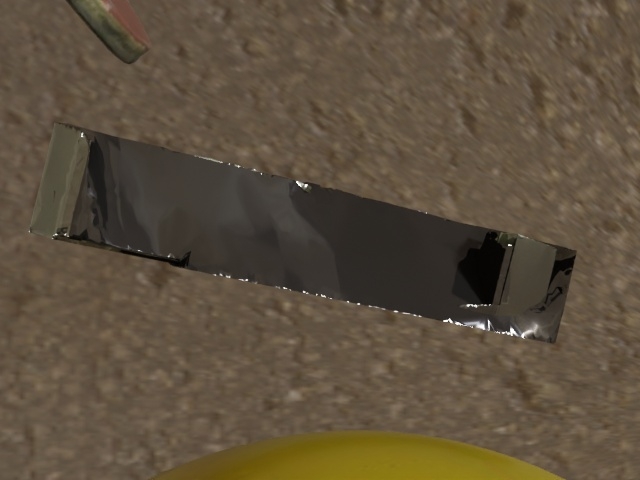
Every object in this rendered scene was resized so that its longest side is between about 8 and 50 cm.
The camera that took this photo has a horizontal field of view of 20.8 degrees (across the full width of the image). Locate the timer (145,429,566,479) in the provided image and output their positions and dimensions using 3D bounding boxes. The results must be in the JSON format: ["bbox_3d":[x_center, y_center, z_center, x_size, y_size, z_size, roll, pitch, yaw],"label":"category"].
[{"bbox_3d":[-0.017,0.256,0.588,0.387,0.376,0.376,-36,72,-27],"label":"timer"}]

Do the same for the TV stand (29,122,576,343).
[{"bbox_3d":[0.000,0.000,0.758,0.040,0.256,0.049,16,93,57],"label":"TV stand"}]

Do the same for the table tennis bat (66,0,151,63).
[{"bbox_3d":[-0.109,-0.136,0.427,0.022,0.234,0.131,-34,39,3],"label":"table tennis bat"}]
